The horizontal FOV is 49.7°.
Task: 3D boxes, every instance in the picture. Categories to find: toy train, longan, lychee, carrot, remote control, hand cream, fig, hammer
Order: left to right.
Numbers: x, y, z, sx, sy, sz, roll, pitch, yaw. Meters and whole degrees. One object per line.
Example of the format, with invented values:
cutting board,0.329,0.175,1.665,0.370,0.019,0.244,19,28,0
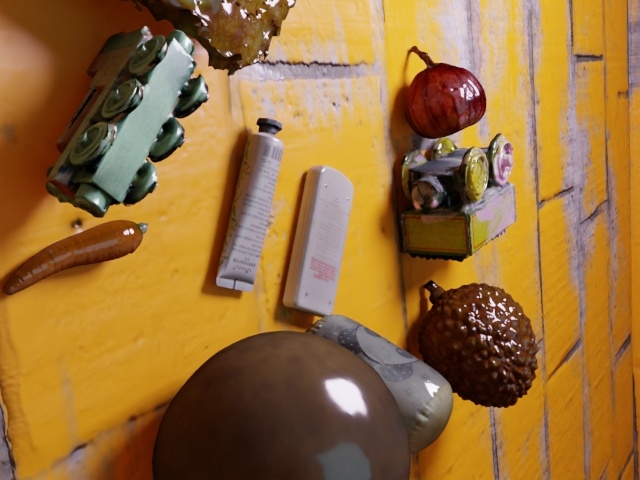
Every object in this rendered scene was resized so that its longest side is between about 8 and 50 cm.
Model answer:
carrot,-0.208,0.010,0.597,0.142,0.035,0.035,-26,113,-43
toy train,-0.168,-0.099,0.581,0.074,0.118,0.175,42,62,-41
hand cream,-0.078,-0.041,0.773,0.067,0.042,0.194,23,78,-61
longan,-0.037,0.213,0.679,0.258,0.258,0.257,-5,96,-54
remote control,0.000,0.000,0.887,0.088,0.029,0.189,24,72,-53
hammer,0.087,0.201,0.923,0.113,0.202,0.305,-55,157,-6
fig,0.194,-0.225,1.074,0.128,0.129,0.150,34,59,-50
toy train,0.225,-0.073,1.109,0.261,0.134,0.177,-26,113,-51
lychee,0.250,0.158,1.120,0.200,0.200,0.238,-7,56,-54

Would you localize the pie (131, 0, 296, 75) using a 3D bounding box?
pie,-0.122,-0.337,0.636,0.288,0.103,0.354,11,79,-54
